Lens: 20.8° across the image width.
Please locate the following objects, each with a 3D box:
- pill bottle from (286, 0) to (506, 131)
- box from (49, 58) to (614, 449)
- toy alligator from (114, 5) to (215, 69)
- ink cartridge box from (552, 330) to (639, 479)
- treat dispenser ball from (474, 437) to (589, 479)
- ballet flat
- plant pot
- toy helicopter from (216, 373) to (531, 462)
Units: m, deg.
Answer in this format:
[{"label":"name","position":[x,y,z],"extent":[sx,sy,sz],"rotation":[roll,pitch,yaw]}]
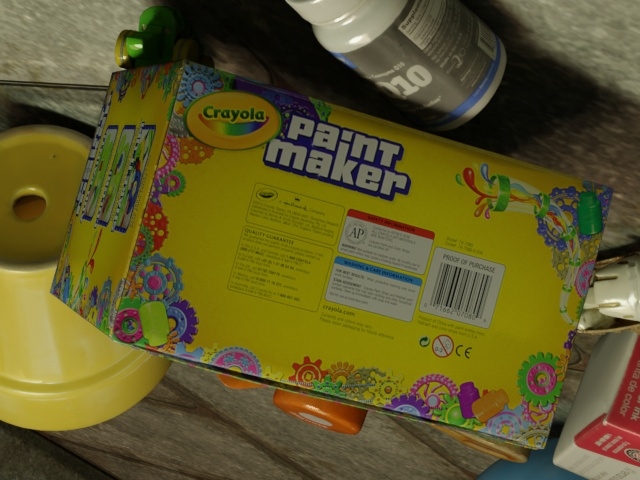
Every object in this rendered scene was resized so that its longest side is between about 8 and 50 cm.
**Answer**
[{"label":"pill bottle","position":[0.044,-0.132,1.056],"extent":[0.078,0.078,0.137],"rotation":[4,154,49]},{"label":"box","position":[-0.007,0.005,1.179],"extent":[0.290,0.177,0.279],"rotation":[15,179,-17]},{"label":"toy alligator","position":[-0.105,-0.136,1.302],"extent":[0.056,0.051,0.189],"rotation":[10,170,16]},{"label":"ink cartridge box","position":[0.372,0.175,1.460],"extent":[0.306,0.131,0.226],"rotation":[24,163,4]},{"label":"treat dispenser ball","position":[0.272,0.356,1.867],"extent":[0.288,0.288,0.288],"rotation":[22,163,7]},{"label":"ballet flat","position":[0.229,0.043,1.336],"extent":[0.067,0.073,0.206],"rotation":[-4,171,-21]},{"label":"plant pot","position":[-0.262,0.020,1.669],"extent":[0.254,0.254,0.239],"rotation":[20,151,12]},{"label":"toy helicopter","position":[0.059,0.139,1.658],"extent":[0.355,0.140,0.235],"rotation":[29,163,-34]}]
